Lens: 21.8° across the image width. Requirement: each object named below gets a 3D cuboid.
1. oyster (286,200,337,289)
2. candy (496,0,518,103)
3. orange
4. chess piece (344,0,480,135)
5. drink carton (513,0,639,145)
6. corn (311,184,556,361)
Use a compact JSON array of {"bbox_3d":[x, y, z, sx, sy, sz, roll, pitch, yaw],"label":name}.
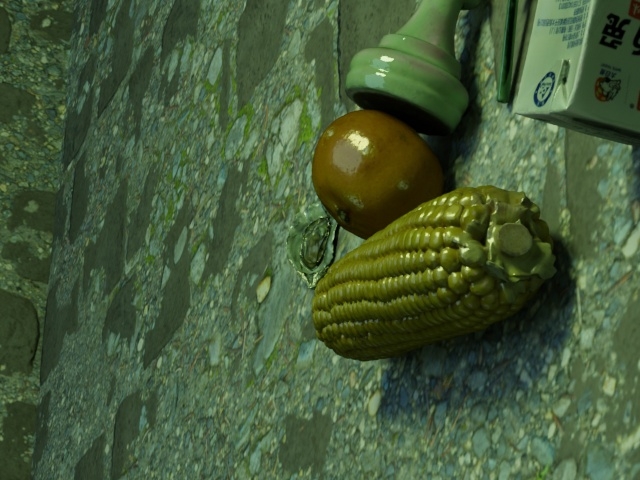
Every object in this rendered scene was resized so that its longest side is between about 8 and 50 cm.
[{"bbox_3d":[0.000,0.000,2.121,0.100,0.037,0.098,-49,48,11],"label":"oyster"},{"bbox_3d":[0.204,-0.274,1.744,0.077,0.073,0.262,5,88,41],"label":"candy"},{"bbox_3d":[0.061,-0.069,1.835,0.124,0.156,0.156,-47,18,-12],"label":"orange"},{"bbox_3d":[0.136,-0.261,1.843,0.272,0.139,0.139,-67,20,-10],"label":"chess piece"},{"bbox_3d":[0.274,-0.244,1.450,0.106,0.130,0.315,-172,94,-70],"label":"drink carton"},{"bbox_3d":[0.103,0.038,1.689,0.387,0.144,0.144,-24,55,62],"label":"corn"}]
